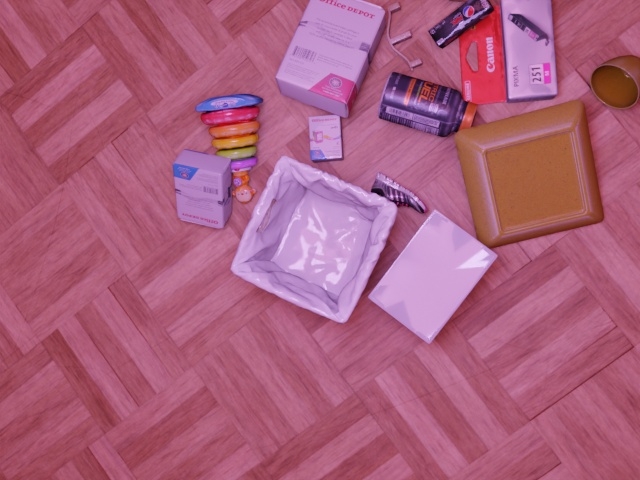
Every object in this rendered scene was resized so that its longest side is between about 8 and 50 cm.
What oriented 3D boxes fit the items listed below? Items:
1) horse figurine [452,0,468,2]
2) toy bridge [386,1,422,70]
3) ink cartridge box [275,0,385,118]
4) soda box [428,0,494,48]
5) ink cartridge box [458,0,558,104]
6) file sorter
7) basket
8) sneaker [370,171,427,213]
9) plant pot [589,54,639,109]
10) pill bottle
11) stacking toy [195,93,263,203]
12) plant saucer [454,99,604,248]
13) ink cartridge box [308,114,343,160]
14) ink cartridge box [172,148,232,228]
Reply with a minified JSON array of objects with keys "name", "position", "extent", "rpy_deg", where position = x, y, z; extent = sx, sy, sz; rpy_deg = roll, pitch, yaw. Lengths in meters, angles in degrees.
[{"name":"horse figurine","position":[0.349,-0.712,1.843],"extent":[0.263,0.066,0.174],"rpy_deg":[32,92,8]},{"name":"toy bridge","position":[0.219,-0.551,1.880],"extent":[0.063,0.026,0.188],"rpy_deg":[-21,86,10]},{"name":"ink cartridge box","position":[0.032,-0.502,1.839],"extent":[0.207,0.117,0.283],"rpy_deg":[22,81,9]},{"name":"soda box","position":[0.373,-0.582,1.820],"extent":[0.169,0.060,0.053],"rpy_deg":[-33,85,24]},{"name":"ink cartridge box","position":[0.493,-0.504,1.823],"extent":[0.239,0.060,0.275],"rpy_deg":[-4,89,7]},{"name":"file sorter","position":[0.288,0.090,1.785],"extent":[0.193,0.173,0.277],"rpy_deg":[37,95,6]},{"name":"basket","position":[0.000,0.000,1.784],"extent":[0.331,0.266,0.328],"rpy_deg":[25,93,9]},{"name":"sneaker","position":[0.207,-0.112,1.858],"extent":[0.170,0.063,0.075],"rpy_deg":[34,94,13]},{"name":"plant pot","position":[0.775,-0.417,1.754],"extent":[0.095,0.134,0.134],"rpy_deg":[-42,83,-19]},{"name":"pill bottle","position":[0.286,-0.351,1.815],"extent":[0.246,0.130,0.130],"rpy_deg":[18,92,8]},{"name":"stacking toy","position":[-0.233,-0.249,1.898],"extent":[0.175,0.166,0.301],"rpy_deg":[-6,103,5]},{"name":"plant saucer","position":[0.541,-0.155,1.751],"extent":[0.333,0.081,0.332],"rpy_deg":[-14,104,8]},{"name":"ink cartridge box","position":[0.015,-0.281,1.894],"extent":[0.089,0.052,0.122],"rpy_deg":[-4,87,8]},{"name":"ink cartridge box","position":[-0.319,-0.140,1.877],"extent":[0.140,0.082,0.190],"rpy_deg":[13,134,8]}]
